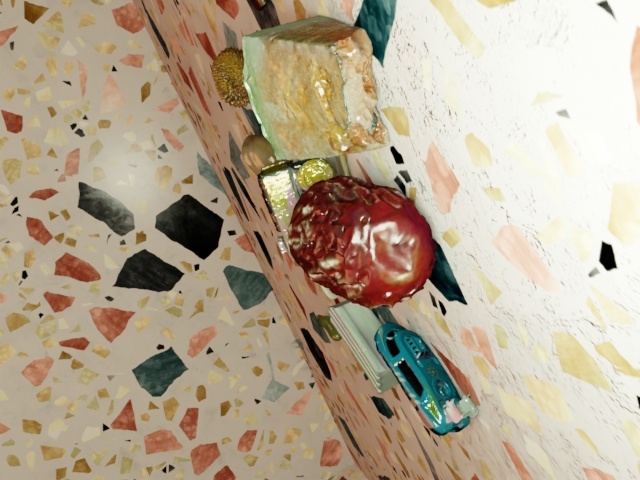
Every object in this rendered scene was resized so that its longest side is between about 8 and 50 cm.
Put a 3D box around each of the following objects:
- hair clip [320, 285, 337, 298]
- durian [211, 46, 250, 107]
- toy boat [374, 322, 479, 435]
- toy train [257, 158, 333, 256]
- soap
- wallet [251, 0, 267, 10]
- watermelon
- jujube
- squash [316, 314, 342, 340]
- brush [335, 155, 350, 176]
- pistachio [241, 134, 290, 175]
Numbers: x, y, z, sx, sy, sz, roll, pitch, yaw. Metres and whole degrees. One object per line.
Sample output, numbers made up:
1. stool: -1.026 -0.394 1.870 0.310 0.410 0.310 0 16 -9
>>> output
1. hair clip: -0.007 0.015 1.723 0.173 0.113 0.282 19 -153 -52
2. durian: -0.222 -0.430 1.770 0.168 0.137 0.158 49 142 20
3. toy boat: 0.240 0.292 1.519 0.298 0.134 0.092 57 129 32
4. toy train: -0.040 -0.092 1.566 0.134 0.178 0.260 -109 0 -76
5. soap: 0.131 0.280 1.900 0.289 0.095 0.172 55 166 33
6. wallet: -0.189 -0.609 1.419 0.255 0.031 0.137 60 173 -17
7. watermelon: 0.015 -0.262 1.202 0.302 0.151 0.264 18 134 48
8. jujube: 0.070 0.005 1.290 0.258 0.259 0.377 67 172 -18
9. squash: 0.036 0.317 2.454 0.183 0.052 0.052 41 155 62
10. brush: 0.055 -0.147 1.496 0.085 0.020 0.336 46 159 55
11. pistachio: -0.143 -0.224 1.888 0.184 0.125 0.124 59 167 1
